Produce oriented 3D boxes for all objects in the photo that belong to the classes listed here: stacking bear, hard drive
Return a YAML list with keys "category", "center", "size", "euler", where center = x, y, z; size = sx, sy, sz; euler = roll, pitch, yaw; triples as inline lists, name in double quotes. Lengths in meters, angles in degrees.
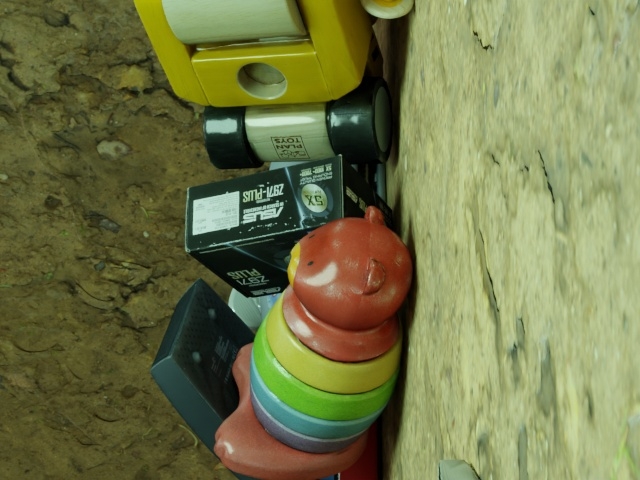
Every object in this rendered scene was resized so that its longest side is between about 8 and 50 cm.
- category: "stacking bear"
  center: [0.008, 0.096, 1.323]
  size: [0.175, 0.164, 0.289]
  euler: [-78, 5, -47]
- category: "hard drive"
  center: [-0.089, 0.182, 1.495]
  size: [0.255, 0.054, 0.172]
  euler: [51, -154, -21]

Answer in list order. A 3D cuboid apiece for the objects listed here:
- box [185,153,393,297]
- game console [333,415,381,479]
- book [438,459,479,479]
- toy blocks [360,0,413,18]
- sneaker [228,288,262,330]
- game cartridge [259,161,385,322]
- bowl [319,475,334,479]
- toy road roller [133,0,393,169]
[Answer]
- category: "box"
  center: [-0.031, -0.010, 1.394]
  size: [0.147, 0.180, 0.078]
  euler: [44, -139, -57]
- category: "game console"
  center: [0.033, 0.239, 1.669]
  size: [0.342, 0.060, 0.387]
  euler: [105, 166, -75]
- category: "book"
  center: [0.095, 0.234, 0.905]
  size: [0.096, 0.035, 0.144]
  euler: [-86, -4, -82]
- category: "toy blocks"
  center: [0.067, -0.306, 1.250]
  size: [0.148, 0.054, 0.123]
  euler: [95, 174, -51]
- category: "sneaker"
  center: [-0.041, 0.065, 1.728]
  size: [0.256, 0.094, 0.151]
  euler: [-43, -13, -40]
- category: "game cartridge"
  center: [0.000, 0.000, 1.548]
  size: [0.198, 0.062, 0.297]
  euler: [-27, 54, 44]
- category: "bowl"
  center: [-0.021, 0.232, 2.047]
  size: [0.391, 0.077, 0.391]
  euler: [-177, 90, -80]
- category: "toy road roller"
  center: [-0.038, -0.239, 1.401]
  size: [0.330, 0.202, 0.241]
  euler: [66, -152, -49]
